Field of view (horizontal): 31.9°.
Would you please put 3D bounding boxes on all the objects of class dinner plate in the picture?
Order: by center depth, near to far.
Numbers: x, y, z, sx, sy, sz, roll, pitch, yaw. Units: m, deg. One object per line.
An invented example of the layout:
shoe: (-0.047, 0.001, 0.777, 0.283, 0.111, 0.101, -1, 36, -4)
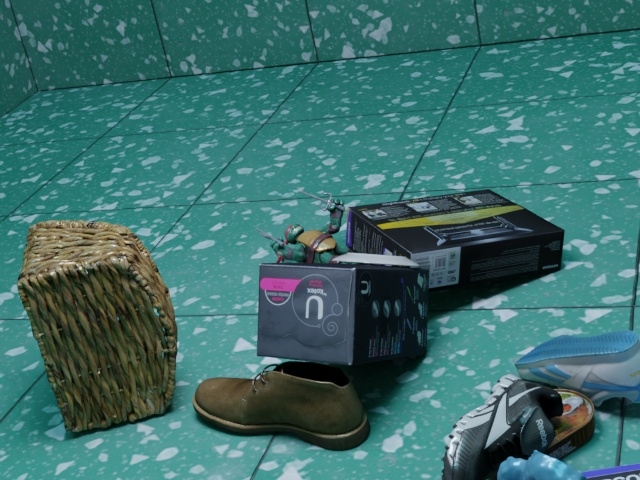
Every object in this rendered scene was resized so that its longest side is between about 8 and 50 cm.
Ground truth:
dinner plate: (0.088, 0.030, 1.770, 0.141, 0.017, 0.141, 4, 1, 0)

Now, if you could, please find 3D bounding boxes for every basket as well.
basket: (-0.342, 0.117, 1.803, 0.213, 0.299, 0.223, -14, 25, -4)

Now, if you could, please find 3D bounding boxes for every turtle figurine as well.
turtle figurine: (0.000, 0.000, 2.116, 0.234, 0.118, 0.175, 25, 60, 29)

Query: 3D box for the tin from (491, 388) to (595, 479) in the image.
tin: (0.288, 0.263, 1.521, 0.189, 0.040, 0.106, -25, 32, -24)

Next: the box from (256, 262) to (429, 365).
box: (0.040, 0.107, 1.708, 0.165, 0.143, 0.270, 2, -1, 28)

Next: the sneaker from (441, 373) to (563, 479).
sneaker: (0.241, 0.249, 1.439, 0.106, 0.078, 0.234, 3, 27, 36)

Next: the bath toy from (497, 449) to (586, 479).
bath toy: (0.148, 0.364, 1.195, 0.129, 0.151, 0.348, 22, 42, 36)

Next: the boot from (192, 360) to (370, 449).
boot: (-0.070, 0.224, 1.678, 0.305, 0.115, 0.112, 3, 31, 33)

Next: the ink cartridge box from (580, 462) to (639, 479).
ink cartridge box: (0.419, 0.313, 1.345, 0.206, 0.045, 0.208, -10, 24, 5)

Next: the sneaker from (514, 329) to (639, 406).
sneaker: (0.367, 0.188, 1.593, 0.087, 0.092, 0.228, -31, 11, -31)

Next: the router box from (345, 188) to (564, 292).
router box: (0.233, -0.004, 1.979, 0.308, 0.081, 0.243, -8, 23, -23)
